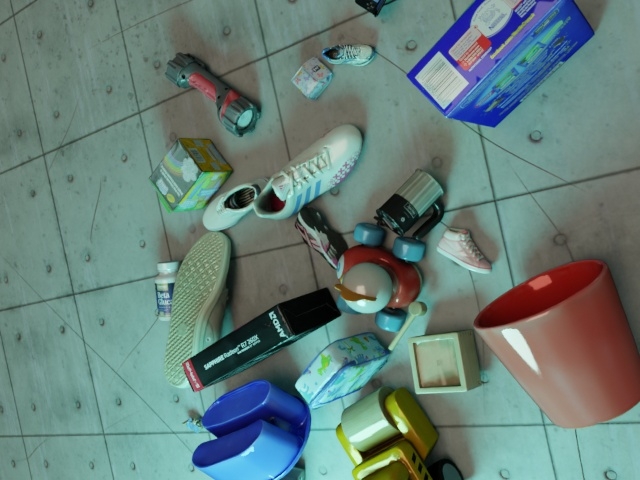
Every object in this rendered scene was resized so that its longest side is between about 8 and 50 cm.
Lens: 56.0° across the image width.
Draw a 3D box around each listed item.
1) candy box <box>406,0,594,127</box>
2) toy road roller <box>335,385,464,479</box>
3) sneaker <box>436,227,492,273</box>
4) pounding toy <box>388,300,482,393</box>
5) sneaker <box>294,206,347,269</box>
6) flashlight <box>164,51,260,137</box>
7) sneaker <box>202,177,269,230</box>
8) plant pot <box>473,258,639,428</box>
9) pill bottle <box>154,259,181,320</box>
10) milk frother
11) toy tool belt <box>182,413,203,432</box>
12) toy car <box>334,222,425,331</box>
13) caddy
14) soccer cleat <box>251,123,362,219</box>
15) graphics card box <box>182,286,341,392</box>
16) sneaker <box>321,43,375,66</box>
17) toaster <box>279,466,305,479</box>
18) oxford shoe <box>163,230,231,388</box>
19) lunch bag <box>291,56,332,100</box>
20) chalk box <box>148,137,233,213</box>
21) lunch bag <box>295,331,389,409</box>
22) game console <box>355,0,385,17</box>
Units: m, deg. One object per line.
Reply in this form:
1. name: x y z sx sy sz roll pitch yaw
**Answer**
1. candy box: 0.342 -0.347 1.118 0.268 0.317 0.122 -45 71 26
2. toy road roller: 0.157 0.528 1.385 0.202 0.240 0.329 -39 76 29
3. sneaker: 0.325 0.018 1.330 0.134 0.051 0.070 31 116 29
4. pounding toy: 0.256 0.239 1.383 0.181 0.094 0.206 -14 79 37
5. sneaker: 0.000 0.000 1.528 0.178 0.072 0.077 57 145 9
6. flashlight: -0.300 -0.397 1.630 0.304 0.103 0.103 37 116 21
7. sneaker: -0.242 -0.101 1.636 0.258 0.091 0.094 -30 81 30
8. plant pot: 0.473 0.204 1.156 0.275 0.275 0.243 -29 90 31
9. pill bottle: -0.441 0.147 1.787 0.094 0.094 0.169 -3 95 32
10. milk frother: 0.194 -0.081 1.378 0.135 0.129 0.143 -45 36 -8
11. toy tool belt: -0.374 0.561 1.824 0.083 0.051 0.052 14 103 29
12. toy car: 0.099 0.094 1.368 0.210 0.238 0.219 21 106 28
13. caddy: -0.175 0.523 1.593 0.341 0.241 0.179 -30 124 31
14. soccer cleat: -0.035 -0.156 1.473 0.331 0.143 0.116 -42 75 28
15. graphics card box: -0.152 0.254 1.545 0.371 0.233 0.094 -32 79 31
16. sneaker: 0.063 -0.441 1.428 0.135 0.058 0.052 4 98 30
17. toaster: -0.116 0.705 1.616 0.110 0.186 0.168 7 104 16
18. oxford shoe: -0.333 0.196 1.719 0.169 0.130 0.449 8 86 36
19. lunch bag: -0.020 -0.402 1.487 0.083 0.053 0.071 -46 74 18
20. chalk box: -0.375 -0.167 1.688 0.213 0.132 0.132 -45 74 29
21. lunch bag: 0.053 0.310 1.435 0.090 0.219 0.176 50 116 24
22. game console: 0.131 -0.578 1.361 0.107 0.071 0.122 41 114 20
